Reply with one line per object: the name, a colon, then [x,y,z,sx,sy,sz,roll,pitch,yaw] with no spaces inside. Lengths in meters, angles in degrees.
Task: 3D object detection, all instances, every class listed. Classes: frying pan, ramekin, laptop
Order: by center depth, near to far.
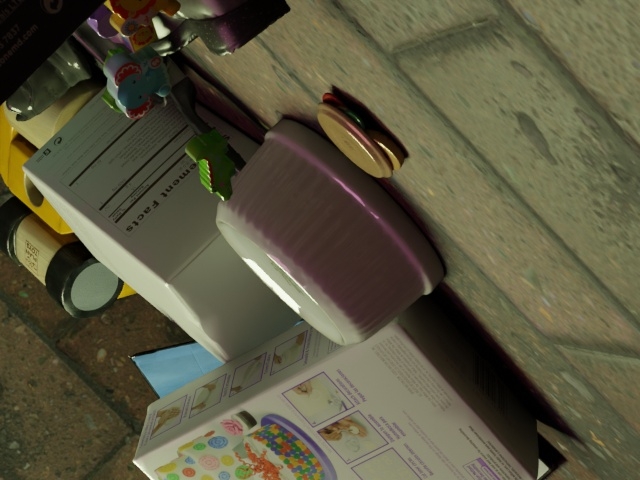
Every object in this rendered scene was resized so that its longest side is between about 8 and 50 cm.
ramekin: [0.000,0.000,1.630,0.207,0.109,0.207,43,170,9]
frying pan: [-0.175,-0.182,1.749,0.326,0.053,0.197,35,166,40]
laptop: [0.026,0.216,2.075,0.408,0.236,0.382,43,172,9]

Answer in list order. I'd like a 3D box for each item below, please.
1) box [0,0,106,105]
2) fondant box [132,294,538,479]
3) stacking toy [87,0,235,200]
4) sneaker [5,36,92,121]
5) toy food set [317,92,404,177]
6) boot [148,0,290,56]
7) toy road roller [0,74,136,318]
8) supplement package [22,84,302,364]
box: [-0.294,-0.223,1.072,0.312,0.179,0.343,48,160,-17]
fondant box: [0.016,0.201,1.810,0.238,0.330,0.096,49,-154,-25]
stacking toy: [-0.144,-0.142,1.316,0.167,0.052,0.221,43,159,43]
sneaker: [-0.409,-0.254,2.204,0.286,0.130,0.109,40,172,30]
toy food set: [0.029,-0.082,1.420,0.082,0.020,0.083,45,171,-2]
boot: [-0.116,-0.221,1.313,0.161,0.083,0.246,57,164,-18]
toy road roller: [-0.276,-0.080,2.346,0.202,0.240,0.329,36,131,42]
supplement package: [-0.139,-0.026,1.898,0.293,0.175,0.177,36,166,43]
